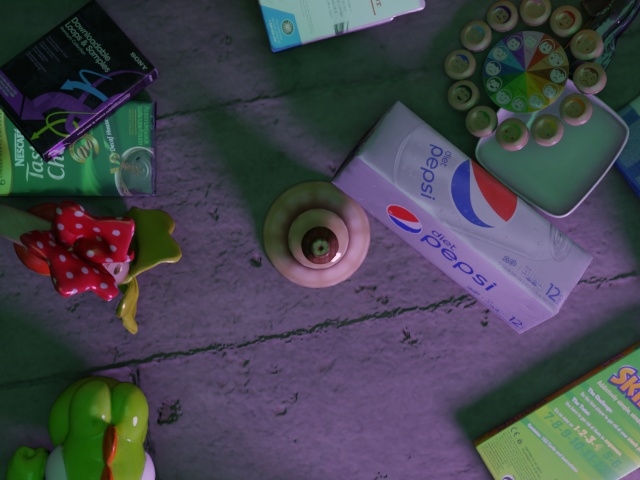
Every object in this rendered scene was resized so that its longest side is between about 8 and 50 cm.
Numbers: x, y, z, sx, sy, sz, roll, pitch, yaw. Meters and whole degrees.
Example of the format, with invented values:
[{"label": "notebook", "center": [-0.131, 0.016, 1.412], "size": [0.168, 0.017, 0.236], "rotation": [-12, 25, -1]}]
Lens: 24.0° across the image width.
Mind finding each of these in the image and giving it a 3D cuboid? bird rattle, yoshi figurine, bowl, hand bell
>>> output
[{"label": "bird rattle", "center": [-0.274, 0.016, 1.630], "size": [0.207, 0.253, 0.143], "rotation": [19, 93, 21]}, {"label": "yoshi figurine", "center": [-0.259, 0.306, 1.703], "size": [0.203, 0.203, 0.362], "rotation": [26, 112, 36]}, {"label": "bowl", "center": [0.264, -0.108, 1.708], "size": [0.142, 0.053, 0.142], "rotation": [38, 92, 15]}, {"label": "hand bell", "center": [0.000, 0.000, 1.626], "size": [0.126, 0.242, 0.126], "rotation": [0, 93, -2]}]

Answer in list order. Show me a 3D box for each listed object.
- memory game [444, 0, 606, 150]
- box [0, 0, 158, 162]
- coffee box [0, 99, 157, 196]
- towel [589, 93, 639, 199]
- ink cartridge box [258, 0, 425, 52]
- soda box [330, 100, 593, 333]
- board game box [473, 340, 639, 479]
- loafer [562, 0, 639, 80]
[{"label": "memory game", "center": [0.231, -0.190, 1.696], "size": [0.186, 0.012, 0.186], "rotation": [-4, 75, 17]}, {"label": "box", "center": [-0.280, -0.180, 1.681], "size": [0.162, 0.029, 0.116], "rotation": [-39, 78, -13]}, {"label": "coffee box", "center": [-0.279, -0.104, 1.711], "size": [0.184, 0.040, 0.113], "rotation": [1, 94, -2]}, {"label": "towel", "center": [0.477, -0.130, 1.701], "size": [0.285, 0.034, 0.209], "rotation": [-35, 72, 2]}, {"label": "ink cartridge box", "center": [0.018, -0.284, 1.697], "size": [0.180, 0.060, 0.104], "rotation": [-15, 94, 0]}, {"label": "soda box", "center": [0.158, -0.024, 1.689], "size": [0.286, 0.098, 0.091], "rotation": [38, 66, -3]}, {"label": "board game box", "center": [0.320, 0.222, 1.755], "size": [0.259, 0.039, 0.124], "rotation": [-31, 95, 3]}, {"label": "loafer", "center": [0.324, -0.257, 1.710], "size": [0.061, 0.062, 0.170], "rotation": [29, 91, 1]}]
